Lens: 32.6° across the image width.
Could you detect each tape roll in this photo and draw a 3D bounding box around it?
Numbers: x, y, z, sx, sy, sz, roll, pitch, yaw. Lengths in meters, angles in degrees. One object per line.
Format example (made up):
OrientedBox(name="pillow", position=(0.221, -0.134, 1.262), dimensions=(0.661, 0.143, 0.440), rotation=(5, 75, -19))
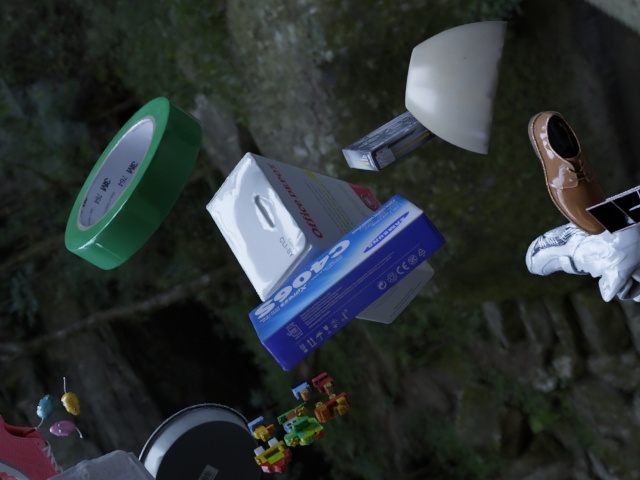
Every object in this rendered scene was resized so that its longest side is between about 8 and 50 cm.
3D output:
OrientedBox(name="tape roll", position=(-0.336, -0.103, 1.953), dimensions=(0.077, 0.321, 0.321), rotation=(32, -161, -25))

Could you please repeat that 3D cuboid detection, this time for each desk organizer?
OrientedBox(name="desk organizer", position=(0.395, -0.044, 1.342), dimensions=(0.130, 0.050, 0.047), rotation=(-27, 84, 52))

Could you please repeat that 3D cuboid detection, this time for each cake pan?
OrientedBox(name="cake pan", position=(-0.248, 0.493, 2.318), dimensions=(0.054, 0.293, 0.293), rotation=(20, 145, 56))

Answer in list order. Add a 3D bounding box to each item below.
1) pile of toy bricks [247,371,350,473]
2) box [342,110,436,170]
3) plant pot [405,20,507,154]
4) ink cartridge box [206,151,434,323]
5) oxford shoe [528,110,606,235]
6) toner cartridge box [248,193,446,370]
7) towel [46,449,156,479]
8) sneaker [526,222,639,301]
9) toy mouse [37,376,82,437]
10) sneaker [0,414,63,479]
OrientedBox(name="pile of toy bricks", position=(-0.030, 0.348, 2.051), dimensions=(0.105, 0.212, 0.118), rotation=(38, 154, 54))
OrientedBox(name="box", position=(0.191, -0.258, 2.779), dimensions=(0.056, 0.231, 0.183), rotation=(63, 163, -15))
OrientedBox(name="plant pot", position=(0.286, -0.337, 2.350), dimensions=(0.284, 0.191, 0.284), rotation=(8, -90, -82))
OrientedBox(name="ink cartridge box", position=(0.000, 0.000, 2.186), dimensions=(0.385, 0.160, 0.279), rotation=(14, -148, -47))
OrientedBox(name="oxford shoe", position=(0.387, -0.101, 1.681), dimensions=(0.212, 0.076, 0.076), rotation=(60, 175, -4))
OrientedBox(name="toner cartridge box", position=(0.041, 0.067, 1.886), dimensions=(0.075, 0.348, 0.165), rotation=(51, 179, -18))
OrientedBox(name="towel", position=(-0.411, 0.486, 1.958), dimensions=(0.187, 0.282, 0.049), rotation=(38, 132, 31))
OrientedBox(name="sneaker", position=(0.626, 0.057, 2.508), dimensions=(0.137, 0.366, 0.210), rotation=(3, -114, -35))
OrientedBox(name="toy mouse", position=(-0.666, 0.444, 2.768), dimensions=(0.031, 0.143, 0.161), rotation=(-28, 89, 51))
OrientedBox(name="sneaker", position=(-0.656, 0.505, 2.513), dimensions=(0.314, 0.136, 0.116), rotation=(34, 176, -27))
